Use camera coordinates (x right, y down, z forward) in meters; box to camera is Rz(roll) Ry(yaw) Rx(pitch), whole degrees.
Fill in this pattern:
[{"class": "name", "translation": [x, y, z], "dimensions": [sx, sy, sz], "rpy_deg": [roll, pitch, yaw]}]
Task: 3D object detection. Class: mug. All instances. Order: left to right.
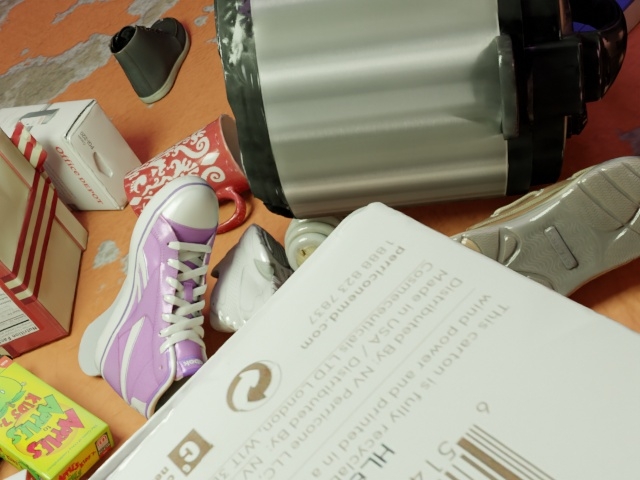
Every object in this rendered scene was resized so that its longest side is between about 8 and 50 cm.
[{"class": "mug", "translation": [-0.180, -0.080, 1.412], "dimensions": [0.169, 0.113, 0.150], "rpy_deg": [-25, 37, 15]}]

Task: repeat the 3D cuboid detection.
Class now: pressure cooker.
[{"class": "pressure cooker", "translation": [0.119, -0.219, 1.131], "dimensions": [0.420, 0.375, 0.370], "rpy_deg": [-5, 69, 7]}]

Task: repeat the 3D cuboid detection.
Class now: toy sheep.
[{"class": "toy sheep", "translation": [0.000, 0.000, 1.226], "dimensions": [0.091, 0.091, 0.132], "rpy_deg": [-20, 26, 16]}]

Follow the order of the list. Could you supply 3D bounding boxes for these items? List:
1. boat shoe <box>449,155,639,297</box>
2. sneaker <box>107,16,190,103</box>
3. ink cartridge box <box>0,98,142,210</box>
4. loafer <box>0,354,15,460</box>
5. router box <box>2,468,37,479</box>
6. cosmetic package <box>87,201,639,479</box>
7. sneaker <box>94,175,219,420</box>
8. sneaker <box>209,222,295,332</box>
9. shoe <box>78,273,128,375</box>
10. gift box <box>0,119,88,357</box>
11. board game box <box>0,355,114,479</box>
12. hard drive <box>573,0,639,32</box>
[{"class": "boat shoe", "translation": [0.220, 0.013, 1.055], "dimensions": [0.324, 0.123, 0.116], "rpy_deg": [-25, 4, 23]}, {"class": "sneaker", "translation": [-0.296, -0.351, 1.769], "dimensions": [0.083, 0.118, 0.222], "rpy_deg": [-17, 41, 18]}, {"class": "ink cartridge box", "translation": [-0.403, -0.128, 1.572], "dimensions": [0.218, 0.158, 0.092], "rpy_deg": [2, 49, 35]}, {"class": "loafer", "translation": [-0.418, 0.242, 1.270], "dimensions": [0.078, 0.080, 0.220], "rpy_deg": [14, 49, 3]}, {"class": "router box", "translation": [-0.427, 0.426, 1.022], "dimensions": [0.335, 0.082, 0.301], "rpy_deg": [-27, 31, 3]}, {"class": "cosmetic package", "translation": [0.096, 0.257, 0.634], "dimensions": [0.329, 0.393, 0.327], "rpy_deg": [-44, 40, -14]}, {"class": "sneaker", "translation": [-0.157, 0.077, 1.173], "dimensions": [0.161, 0.102, 0.282], "rpy_deg": [37, 113, 45]}, {"class": "sneaker", "translation": [-0.075, 0.087, 1.195], "dimensions": [0.115, 0.090, 0.232], "rpy_deg": [-39, 34, 13]}, {"class": "shoe", "translation": [-0.234, 0.100, 1.299], "dimensions": [0.063, 0.081, 0.178], "rpy_deg": [41, 105, 24]}, {"class": "gift box", "translation": [-0.489, -0.004, 1.416], "dimensions": [0.255, 0.276, 0.258], "rpy_deg": [-18, 39, 10]}, {"class": "board game box", "translation": [-0.342, 0.217, 1.199], "dimensions": [0.181, 0.043, 0.092], "rpy_deg": [26, 51, 27]}, {"class": "hard drive", "translation": [0.271, -0.306, 1.399], "dimensions": [0.210, 0.040, 0.319], "rpy_deg": [-46, 40, -15]}]
